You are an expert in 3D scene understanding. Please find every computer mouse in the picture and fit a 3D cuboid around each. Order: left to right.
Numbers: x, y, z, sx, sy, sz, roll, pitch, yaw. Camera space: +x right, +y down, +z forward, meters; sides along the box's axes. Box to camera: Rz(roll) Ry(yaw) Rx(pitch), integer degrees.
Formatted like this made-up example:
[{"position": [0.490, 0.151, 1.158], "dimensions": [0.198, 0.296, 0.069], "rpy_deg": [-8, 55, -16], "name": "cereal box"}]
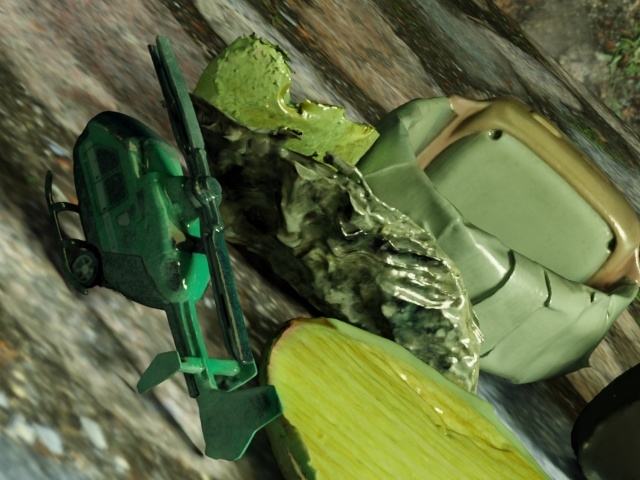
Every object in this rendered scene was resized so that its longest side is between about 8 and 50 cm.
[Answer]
[{"position": [0.305, 0.159, 1.348], "dimensions": [0.295, 0.168, 0.087], "rpy_deg": [25, 31, -50], "name": "computer mouse"}]

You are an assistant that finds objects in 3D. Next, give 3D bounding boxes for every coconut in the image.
[{"position": [-0.029, -0.072, 1.215], "dimensions": [0.158, 0.133, 0.055], "rpy_deg": [21, 49, -40], "name": "coconut"}]

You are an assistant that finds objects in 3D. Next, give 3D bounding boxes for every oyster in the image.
[{"position": [0.002, -0.003, 1.157], "dimensions": [0.199, 0.087, 0.252], "rpy_deg": [19, -28, 36], "name": "oyster"}]

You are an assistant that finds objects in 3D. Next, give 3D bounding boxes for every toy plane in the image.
[{"position": [-0.080, 0.010, 0.933], "dimensions": [0.060, 0.096, 0.235], "rpy_deg": [16, 50, -53], "name": "toy plane"}]

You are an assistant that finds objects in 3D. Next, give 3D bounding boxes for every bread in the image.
[{"position": [0.076, 0.162, 1.008], "dimensions": [0.301, 0.045, 0.301], "rpy_deg": [37, 18, -14], "name": "bread"}]

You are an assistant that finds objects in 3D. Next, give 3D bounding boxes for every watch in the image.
[{"position": [0.123, 0.001, 1.331], "dimensions": [0.253, 0.162, 0.241], "rpy_deg": [41, 21, -5], "name": "watch"}]
